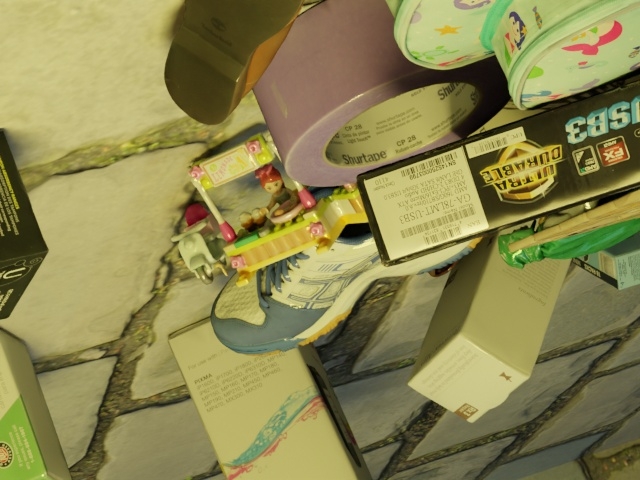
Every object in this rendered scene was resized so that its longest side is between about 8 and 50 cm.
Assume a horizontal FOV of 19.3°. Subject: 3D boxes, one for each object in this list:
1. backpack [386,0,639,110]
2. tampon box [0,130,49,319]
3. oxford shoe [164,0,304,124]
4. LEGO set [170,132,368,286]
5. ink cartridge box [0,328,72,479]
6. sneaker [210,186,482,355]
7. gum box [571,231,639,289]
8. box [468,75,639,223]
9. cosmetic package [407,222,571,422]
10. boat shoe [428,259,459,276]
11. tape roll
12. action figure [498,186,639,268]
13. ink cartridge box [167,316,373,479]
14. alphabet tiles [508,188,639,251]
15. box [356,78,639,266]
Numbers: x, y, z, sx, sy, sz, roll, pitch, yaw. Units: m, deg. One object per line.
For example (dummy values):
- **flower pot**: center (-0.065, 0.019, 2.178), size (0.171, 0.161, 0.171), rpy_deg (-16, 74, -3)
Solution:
- **backpack**: center (0.154, -0.193, 1.168), size (0.253, 0.191, 0.225), rpy_deg (-12, 167, -10)
- **tampon box**: center (-0.294, 0.004, 1.326), size (0.161, 0.101, 0.120), rpy_deg (-12, 160, -30)
- **oxford shoe**: center (-0.043, -0.164, 1.228), size (0.076, 0.076, 0.212), rpy_deg (-47, 176, -35)
- **LEGO set**: center (-0.002, -0.066, 1.537), size (0.287, 0.107, 0.132), rpy_deg (-29, -164, 8)
- **ink cartridge box**: center (-0.355, 0.193, 1.712), size (0.212, 0.154, 0.093), rpy_deg (-23, 162, 4)
- **sneaker**: center (0.000, 0.000, 1.705), size (0.296, 0.112, 0.131), rpy_deg (-32, 143, 23)
- **gum box**: center (0.355, -0.012, 2.003), size (0.184, 0.041, 0.157), rpy_deg (-15, -159, -18)
- **box**: center (0.231, -0.123, 1.568), size (0.094, 0.113, 0.275), rpy_deg (-10, 157, -35)
- **cosmetic package**: center (0.173, 0.048, 1.815), size (0.117, 0.085, 0.231), rpy_deg (-49, -168, 51)
- **boat shoe**: center (0.145, -0.035, 1.783), size (0.073, 0.073, 0.207), rpy_deg (-10, 157, -26)
- **tape roll**: center (0.047, -0.119, 1.411), size (0.189, 0.080, 0.189), rpy_deg (-21, 162, -7)
- **action figure**: center (0.253, -0.038, 1.554), size (0.232, 0.063, 0.137), rpy_deg (-27, 164, 1)
- **ink cartridge box**: center (-0.027, 0.231, 1.965), size (0.131, 0.306, 0.226), rpy_deg (-24, 162, 3)
- **alphabet tiles**: center (0.277, -0.039, 1.387), size (0.198, 0.009, 0.237), rpy_deg (-14, 174, -25)
- **box**: center (0.208, -0.072, 1.311), size (0.293, 0.073, 0.295), rpy_deg (-16, -178, 21)
